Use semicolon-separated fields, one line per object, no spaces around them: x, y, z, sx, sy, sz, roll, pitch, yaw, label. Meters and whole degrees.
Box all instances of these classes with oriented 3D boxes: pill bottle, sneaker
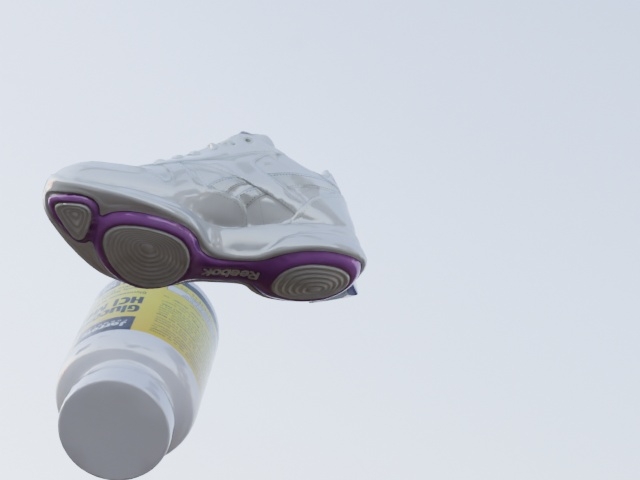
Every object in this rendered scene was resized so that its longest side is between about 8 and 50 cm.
-0.243;0.176;2.247;0.188;0.188;0.334;15;20;-2;pill bottle
-0.108;-0.032;1.534;0.305;0.152;0.114;12;-39;-28;sneaker

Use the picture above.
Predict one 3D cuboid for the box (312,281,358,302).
0.000;0.000;2.265;0.072;0.137;0.126;-11;-18;5;box
